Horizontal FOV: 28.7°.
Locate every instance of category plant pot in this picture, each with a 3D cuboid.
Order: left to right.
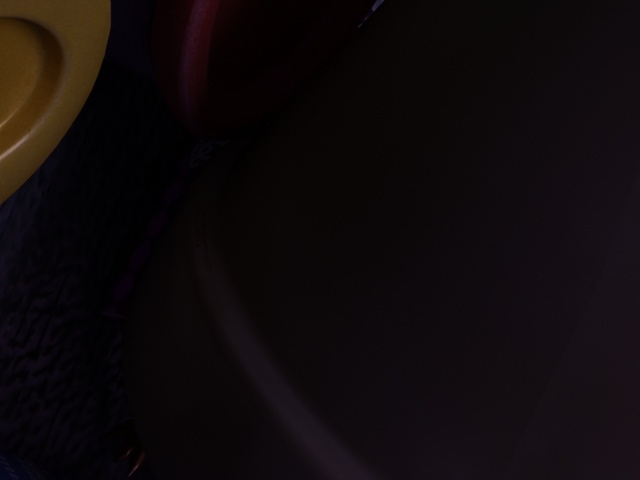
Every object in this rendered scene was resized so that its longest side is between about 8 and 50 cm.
[{"bbox_3d":[0.124,-0.013,0.465,0.323,0.323,0.280,-17,144,-53],"label":"plant pot"}]

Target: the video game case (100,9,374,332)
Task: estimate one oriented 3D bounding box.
[{"bbox_3d":[0.000,0.000,0.687,0.210,0.042,0.232,51,53,-44],"label":"video game case"}]

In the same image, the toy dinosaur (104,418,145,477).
[{"bbox_3d":[-0.041,0.110,0.606,0.112,0.064,0.211,19,108,-48],"label":"toy dinosaur"}]

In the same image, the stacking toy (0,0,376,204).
[{"bbox_3d":[-0.070,-0.158,0.430,0.309,0.130,0.279,-24,149,-57],"label":"stacking toy"}]

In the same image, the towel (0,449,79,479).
[{"bbox_3d":[-0.014,0.160,0.445,0.336,0.243,0.040,31,86,-30],"label":"towel"}]
